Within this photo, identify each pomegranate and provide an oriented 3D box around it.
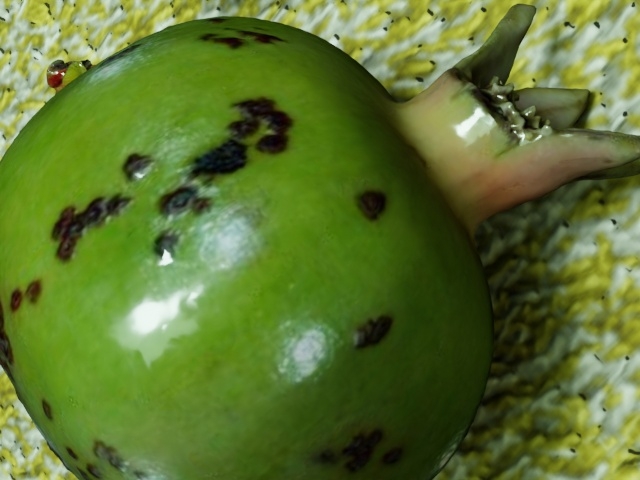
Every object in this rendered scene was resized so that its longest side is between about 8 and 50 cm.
[{"bbox_3d":[-0.017,0.001,0.579,0.323,0.291,0.291,-37,67,30],"label":"pomegranate"}]

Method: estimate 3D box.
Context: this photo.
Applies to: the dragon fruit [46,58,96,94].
[{"bbox_3d":[-0.142,-0.079,0.786,0.147,0.096,0.102,2,86,35],"label":"dragon fruit"}]
